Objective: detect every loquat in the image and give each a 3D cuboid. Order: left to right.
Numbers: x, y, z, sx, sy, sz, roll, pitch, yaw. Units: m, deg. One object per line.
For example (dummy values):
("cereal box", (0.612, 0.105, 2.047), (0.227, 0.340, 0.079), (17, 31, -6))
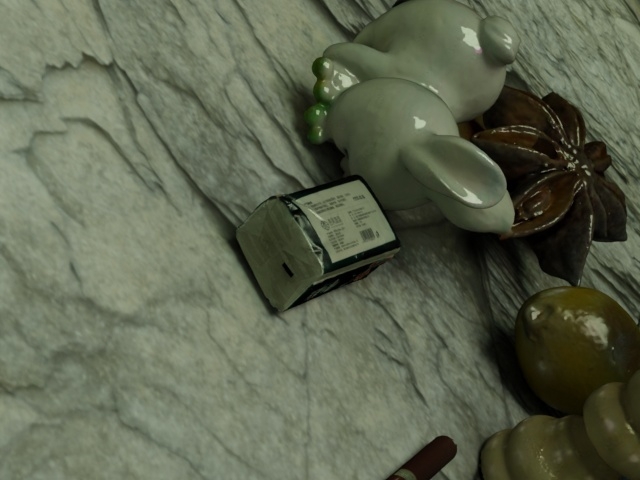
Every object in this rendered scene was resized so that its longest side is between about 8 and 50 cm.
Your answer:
("loquat", (0.305, 0.129, 1.660), (0.195, 0.152, 0.152), (43, 31, -40))

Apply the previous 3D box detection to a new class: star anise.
("star anise", (0.311, -0.072, 1.827), (0.315, 0.108, 0.315), (29, 49, -39))

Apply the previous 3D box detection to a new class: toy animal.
("toy animal", (0.121, -0.141, 1.618), (0.182, 0.247, 0.310), (73, 28, -43))

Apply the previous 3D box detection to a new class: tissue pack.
("tissue pack", (-0.001, 0.000, 1.433), (0.103, 0.090, 0.170), (60, 30, 8))

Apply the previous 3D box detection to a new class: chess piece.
("chess piece", (0.312, 0.214, 1.480), (0.143, 0.261, 0.142), (36, 33, -28))

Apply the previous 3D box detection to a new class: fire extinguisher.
("fire extinguisher", (0.093, 0.244, 1.384), (0.173, 0.035, 0.049), (-24, 118, -58))

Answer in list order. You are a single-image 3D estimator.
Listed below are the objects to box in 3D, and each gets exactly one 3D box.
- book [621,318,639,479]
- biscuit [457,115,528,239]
("book", (0.492, 0.287, 1.737), (0.300, 0.039, 0.428), (43, 30, -4))
("biscuit", (0.243, -0.096, 1.892), (0.319, 0.047, 0.183), (51, 35, -8))
